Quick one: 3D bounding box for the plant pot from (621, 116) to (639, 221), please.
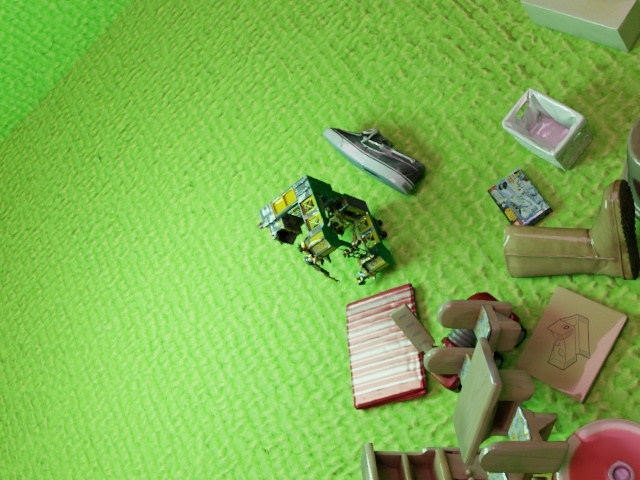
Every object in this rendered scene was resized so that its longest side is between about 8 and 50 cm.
[{"bbox_3d":[0.706,-0.158,1.627,0.263,0.229,0.263,-15,61,29],"label":"plant pot"}]

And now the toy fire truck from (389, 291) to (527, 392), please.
[{"bbox_3d":[0.284,0.193,1.759,0.217,0.246,0.158,-51,51,6],"label":"toy fire truck"}]

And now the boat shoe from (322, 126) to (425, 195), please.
[{"bbox_3d":[0.137,-0.231,2.136,0.306,0.113,0.105,35,86,37],"label":"boat shoe"}]

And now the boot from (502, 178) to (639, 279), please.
[{"bbox_3d":[0.509,-0.014,1.724,0.270,0.236,0.089,2,29,34],"label":"boot"}]

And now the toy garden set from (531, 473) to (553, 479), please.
[{"bbox_3d":[0.489,0.543,1.590,0.244,0.049,0.203,-9,66,32],"label":"toy garden set"}]

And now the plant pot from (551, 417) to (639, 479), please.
[{"bbox_3d":[0.525,0.441,1.447,0.275,0.243,0.275,-11,56,16],"label":"plant pot"}]

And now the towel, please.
[{"bbox_3d":[0.152,0.253,1.967,0.199,0.031,0.274,-21,58,29],"label":"towel"}]

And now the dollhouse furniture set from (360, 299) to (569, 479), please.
[{"bbox_3d":[0.239,0.365,1.568,0.362,0.257,0.394,-98,14,-52],"label":"dollhouse furniture set"}]

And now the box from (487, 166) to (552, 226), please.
[{"bbox_3d":[0.456,-0.091,1.902,0.094,0.027,0.137,-37,53,15],"label":"box"}]

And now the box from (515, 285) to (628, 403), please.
[{"bbox_3d":[0.521,0.214,1.729,0.164,0.021,0.201,27,88,40],"label":"box"}]

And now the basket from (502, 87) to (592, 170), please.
[{"bbox_3d":[0.517,-0.249,1.879,0.113,0.103,0.167,-52,51,5],"label":"basket"}]

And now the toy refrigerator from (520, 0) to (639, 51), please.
[{"bbox_3d":[0.614,-0.539,1.937,0.269,0.102,0.094,34,91,40],"label":"toy refrigerator"}]

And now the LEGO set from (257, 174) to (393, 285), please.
[{"bbox_3d":[0.000,0.000,2.010,0.192,0.331,0.255,-36,67,27],"label":"LEGO set"}]
